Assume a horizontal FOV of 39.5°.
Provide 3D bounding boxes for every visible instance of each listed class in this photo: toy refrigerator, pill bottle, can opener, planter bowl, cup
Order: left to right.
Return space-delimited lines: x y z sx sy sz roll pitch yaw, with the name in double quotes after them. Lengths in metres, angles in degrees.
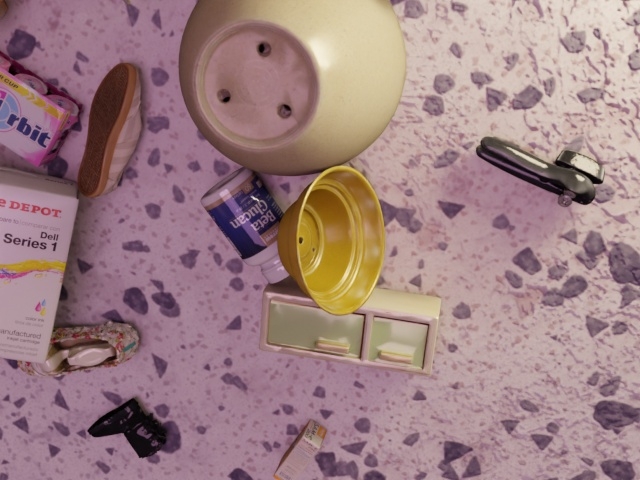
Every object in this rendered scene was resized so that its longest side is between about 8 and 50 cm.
-0.098 -0.021 1.361 0.094 0.094 0.169 -31 104 18 "pill bottle"
-0.057 -0.227 1.213 0.331 0.237 0.331 3 108 9 "cup"
0.000 0.000 1.316 0.090 0.217 0.217 1 110 38 "planter bowl"
0.046 0.131 1.385 0.269 0.094 0.102 8 109 7 "toy refrigerator"
0.313 -0.102 1.287 0.186 0.073 0.059 19 149 7 "can opener"

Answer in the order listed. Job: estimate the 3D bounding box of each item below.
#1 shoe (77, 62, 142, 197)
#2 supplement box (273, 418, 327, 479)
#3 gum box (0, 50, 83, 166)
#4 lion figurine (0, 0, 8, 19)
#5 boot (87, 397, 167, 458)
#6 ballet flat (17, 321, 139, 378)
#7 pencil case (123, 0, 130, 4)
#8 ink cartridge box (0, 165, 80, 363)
-0.319 -0.170 1.383 0.076 0.058 0.219 32 110 32 "shoe"
-0.034 0.355 1.490 0.036 0.062 0.098 35 110 0 "supplement box"
-0.474 -0.208 1.390 0.188 0.062 0.107 33 111 -1 "gum box"
-0.664 -0.400 1.327 0.392 0.142 0.240 35 103 3 "lion figurine"
-0.334 0.338 1.554 0.121 0.045 0.099 -32 103 18 "boot"
-0.421 0.189 1.502 0.241 0.077 0.091 -15 106 16 "ballet flat"
-0.308 -0.537 1.197 0.183 0.160 0.410 -31 100 1 "pencil case"
-0.502 0.031 1.392 0.201 0.117 0.278 11 102 -18 "ink cartridge box"
